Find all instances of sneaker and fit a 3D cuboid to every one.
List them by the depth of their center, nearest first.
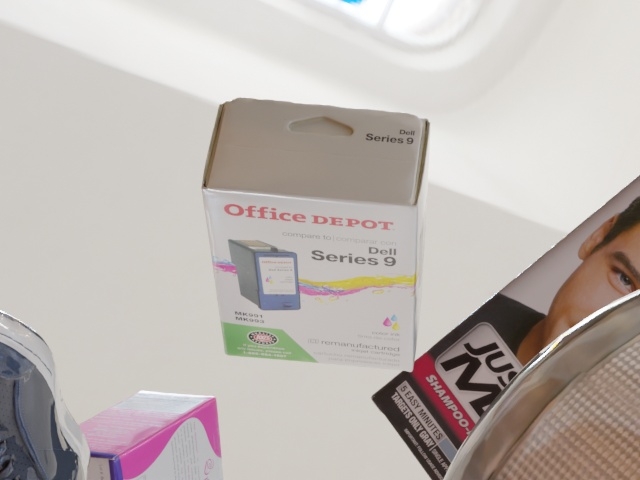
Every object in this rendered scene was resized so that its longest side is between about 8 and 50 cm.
[{"bbox_3d":[-0.183,0.143,0.839,0.086,0.226,0.163,-7,-127,11],"label":"sneaker"}]

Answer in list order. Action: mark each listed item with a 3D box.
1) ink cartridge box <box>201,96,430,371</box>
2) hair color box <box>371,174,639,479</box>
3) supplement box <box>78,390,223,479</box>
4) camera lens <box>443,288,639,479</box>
[{"bbox_3d":[0.000,0.000,1.165,0.154,0.212,0.093,5,-129,5],"label":"ink cartridge box"},{"bbox_3d":[0.251,0.100,1.428,0.374,0.113,0.185,-41,-105,17],"label":"hair color box"},{"bbox_3d":[-0.211,0.255,1.758,0.114,0.220,0.111,2,-77,28],"label":"supplement box"},{"bbox_3d":[0.169,0.146,0.460,0.219,0.219,0.274,-64,-149,10],"label":"camera lens"}]
